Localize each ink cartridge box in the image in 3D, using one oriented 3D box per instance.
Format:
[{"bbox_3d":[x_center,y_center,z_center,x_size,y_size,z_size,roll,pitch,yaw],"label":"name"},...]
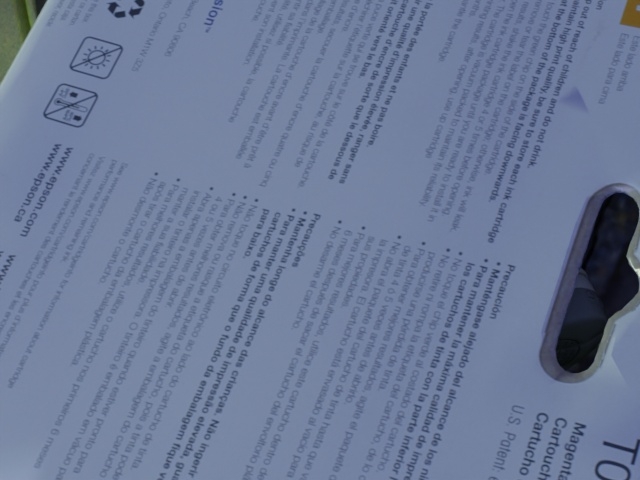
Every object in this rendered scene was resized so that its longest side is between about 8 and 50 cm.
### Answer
[{"bbox_3d":[0.000,0.000,0.608,0.330,0.071,0.324,16,64,14],"label":"ink cartridge box"}]

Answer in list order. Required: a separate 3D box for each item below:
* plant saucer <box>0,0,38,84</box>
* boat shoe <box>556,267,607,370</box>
[{"bbox_3d":[-0.246,-0.134,0.819,0.188,0.045,0.188,-17,76,14],"label":"plant saucer"},{"bbox_3d":[-0.026,0.053,0.685,0.320,0.118,0.103,-19,67,9],"label":"boat shoe"}]
